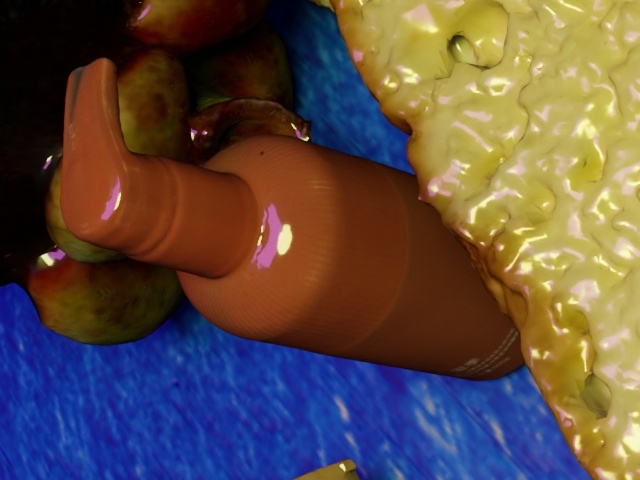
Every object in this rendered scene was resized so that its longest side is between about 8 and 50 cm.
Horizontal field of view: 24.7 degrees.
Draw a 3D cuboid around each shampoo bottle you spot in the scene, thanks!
[{"bbox_3d":[0.000,0.002,0.571,0.085,0.244,0.085,-12,70,38],"label":"shampoo bottle"}]

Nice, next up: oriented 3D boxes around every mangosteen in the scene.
[{"bbox_3d":[-0.154,-0.101,0.709,0.347,0.307,0.307,30,102,9],"label":"mangosteen"}]

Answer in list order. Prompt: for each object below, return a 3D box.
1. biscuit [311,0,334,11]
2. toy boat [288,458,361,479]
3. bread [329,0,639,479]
[{"bbox_3d":[0.053,-0.211,0.714,0.220,0.033,0.220,-10,73,37],"label":"biscuit"},{"bbox_3d":[-0.052,0.167,0.691,0.200,0.077,0.057,-39,71,24],"label":"toy boat"},{"bbox_3d":[0.140,-0.053,0.511,0.194,0.179,0.340,-42,54,24],"label":"bread"}]
